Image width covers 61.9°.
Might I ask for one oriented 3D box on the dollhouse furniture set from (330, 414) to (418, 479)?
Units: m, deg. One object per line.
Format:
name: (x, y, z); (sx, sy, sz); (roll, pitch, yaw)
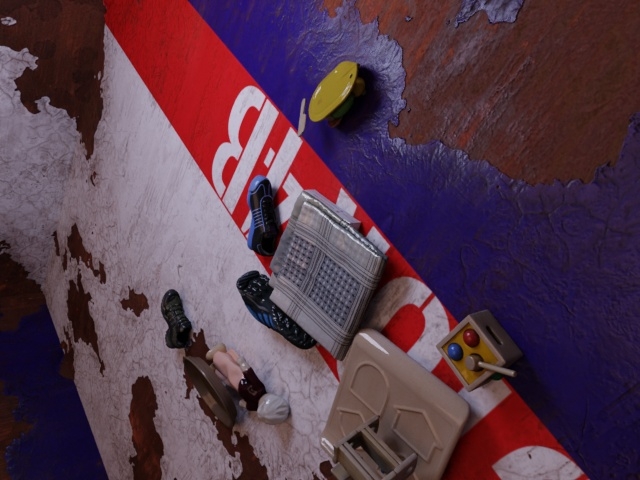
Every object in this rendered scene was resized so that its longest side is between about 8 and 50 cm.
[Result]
dollhouse furniture set: (0.113, 0.505, 1.162); (0.129, 0.129, 0.184); (39, 141, 38)

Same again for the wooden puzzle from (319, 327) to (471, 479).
wooden puzzle: (0.165, 0.424, 1.232); (0.322, 0.080, 0.348); (34, 114, 39)

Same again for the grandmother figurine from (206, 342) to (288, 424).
grandmother figurine: (-0.224, 0.442, 1.641); (0.342, 0.104, 0.208); (29, 142, 39)

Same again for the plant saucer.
plant saucer: (-0.358, 0.491, 1.754); (0.278, 0.041, 0.278); (39, 147, 32)

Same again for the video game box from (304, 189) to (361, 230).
video game box: (0.000, 0.000, 1.382); (0.187, 0.048, 0.205); (36, 120, 36)

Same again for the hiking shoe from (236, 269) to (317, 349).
hiking shoe: (-0.112, 0.206, 1.506); (0.304, 0.113, 0.132); (40, 152, 30)

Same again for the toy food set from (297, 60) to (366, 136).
toy food set: (0.038, -0.338, 1.298); (0.218, 0.071, 0.128); (-32, 47, 42)

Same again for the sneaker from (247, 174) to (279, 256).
sneaker: (-0.155, -0.066, 1.524); (0.090, 0.081, 0.232); (22, 117, 41)

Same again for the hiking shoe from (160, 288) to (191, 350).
hiking shoe: (-0.516, 0.290, 1.960); (0.114, 0.086, 0.227); (1, 101, 34)

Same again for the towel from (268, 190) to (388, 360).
towel: (-0.005, 0.083, 1.324); (0.324, 0.056, 0.312); (41, 122, 35)

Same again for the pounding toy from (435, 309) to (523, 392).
pounding toy: (0.311, 0.221, 1.026); (0.141, 0.100, 0.130); (56, 131, 27)
